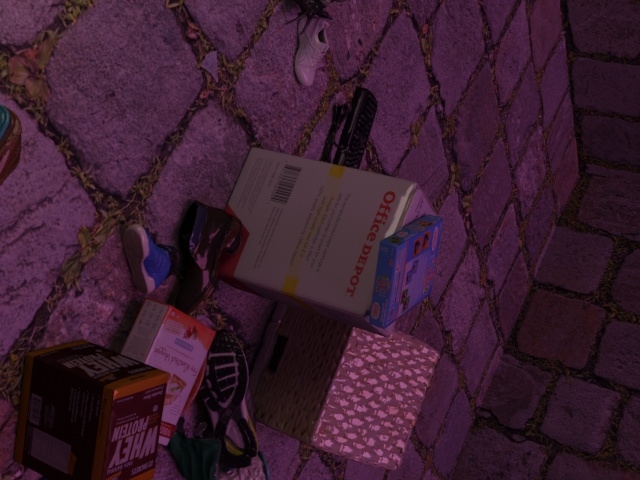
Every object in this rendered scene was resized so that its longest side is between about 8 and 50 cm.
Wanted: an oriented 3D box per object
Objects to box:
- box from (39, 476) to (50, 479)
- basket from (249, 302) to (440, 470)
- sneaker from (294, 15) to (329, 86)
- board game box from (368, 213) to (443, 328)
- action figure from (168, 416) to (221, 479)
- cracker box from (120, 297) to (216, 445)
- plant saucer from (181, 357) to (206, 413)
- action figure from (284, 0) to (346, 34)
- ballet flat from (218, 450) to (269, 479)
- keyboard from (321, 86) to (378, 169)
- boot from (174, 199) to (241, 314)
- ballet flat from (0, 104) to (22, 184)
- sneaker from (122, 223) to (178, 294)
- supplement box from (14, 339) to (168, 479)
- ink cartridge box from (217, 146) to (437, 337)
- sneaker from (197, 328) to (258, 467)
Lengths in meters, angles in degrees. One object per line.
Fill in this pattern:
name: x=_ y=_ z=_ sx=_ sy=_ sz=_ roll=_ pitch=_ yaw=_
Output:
box: x=-0.466 y=0.470 z=1.527 sx=0.094 sy=0.027 sz=0.137 roll=-36 pitch=134 yaw=-47
basket: x=0.045 y=0.319 z=2.029 sx=0.331 sy=0.266 sz=0.328 roll=29 pitch=78 yaw=-39
sneaker: x=-0.017 y=-0.399 z=1.868 sx=0.053 sy=0.061 sz=0.152 roll=-30 pitch=130 yaw=-55
board game box: x=0.160 y=0.053 z=1.619 sx=0.211 sy=0.039 sz=0.160 roll=-25 pitch=127 yaw=-56
action figure: x=-0.254 y=0.454 z=1.825 sx=0.232 sy=0.137 sz=0.063 roll=87 pitch=20 yaw=-45
cracker box: x=-0.297 y=0.240 z=1.598 sx=0.156 sy=0.067 sz=0.232 roll=41 pitch=67 yaw=-55
plant saucer: x=-0.297 y=0.259 z=1.715 sx=0.200 sy=0.037 sz=0.200 roll=-34 pitch=131 yaw=-51
action figure: x=0.016 y=-0.551 z=1.764 sx=0.164 sy=0.141 sz=0.276 roll=22 pitch=83 yaw=-40
ballet flat: x=-0.189 y=0.634 z=2.015 sx=0.147 sy=0.147 sz=0.409 roll=-41 pitch=141 yaw=-45
keyboard: x=0.063 y=-0.218 z=2.129 sx=0.201 sy=0.033 sz=0.317 roll=22 pitch=83 yaw=-61
boot: x=-0.246 y=0.030 z=1.684 sx=0.106 sy=0.082 sz=0.219 roll=35 pitch=76 yaw=-37
ballet flat: x=-0.504 y=-0.031 z=1.162 sx=0.124 sy=0.116 sz=0.342 roll=93 pitch=21 yaw=-61
sneaker: x=-0.298 y=0.018 z=1.570 sx=0.084 sy=0.058 sz=0.152 roll=-40 pitch=141 yaw=-38
supplement box: x=-0.373 y=0.286 z=1.430 sx=0.129 sy=0.194 sz=0.191 roll=-8 pitch=111 yaw=-60
ink cartridge box: x=0.000 y=0.000 z=1.752 sx=0.160 sy=0.384 sz=0.279 roll=43 pitch=66 yaw=-58
sneaker: x=-0.196 y=0.326 z=1.874 sx=0.121 sy=0.111 sz=0.300 roll=-100 pitch=-174 yaw=-75
